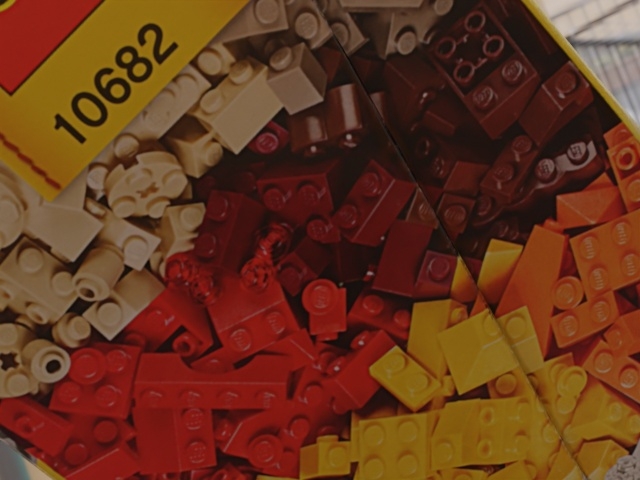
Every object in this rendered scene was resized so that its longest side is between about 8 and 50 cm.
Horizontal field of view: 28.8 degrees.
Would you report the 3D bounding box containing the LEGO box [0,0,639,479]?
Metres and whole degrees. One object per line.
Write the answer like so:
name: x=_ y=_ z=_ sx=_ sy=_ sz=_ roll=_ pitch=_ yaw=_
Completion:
LEGO box: x=-0.079 y=-0.083 z=0.558 sx=0.193 sy=0.372 sz=0.500 roll=-45 pitch=22 yaw=2
